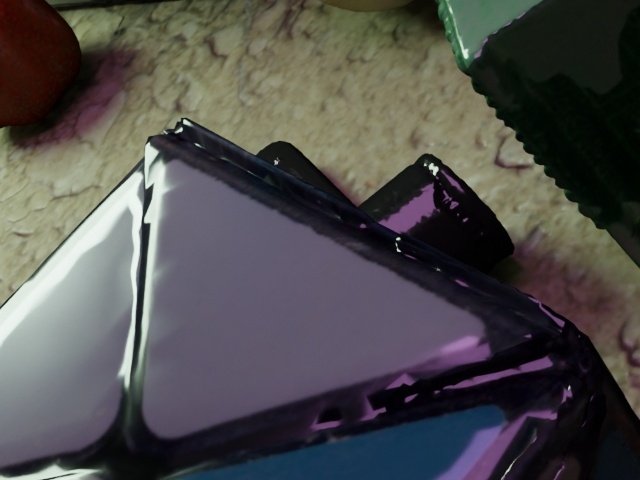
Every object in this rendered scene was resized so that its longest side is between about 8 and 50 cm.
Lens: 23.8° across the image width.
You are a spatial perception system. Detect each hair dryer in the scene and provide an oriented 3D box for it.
[{"bbox_3d":[0.000,0.000,1.055,0.197,0.089,0.251,-40,32,2],"label":"hair dryer"}]

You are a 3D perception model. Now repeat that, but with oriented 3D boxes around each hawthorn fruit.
[{"bbox_3d":[-0.293,-0.171,1.362,0.132,0.138,0.133,-16,48,19],"label":"hawthorn fruit"}]

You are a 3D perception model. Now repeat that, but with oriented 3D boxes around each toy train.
[{"bbox_3d":[0.202,-0.121,0.868,0.202,0.266,0.145,-32,41,20],"label":"toy train"}]

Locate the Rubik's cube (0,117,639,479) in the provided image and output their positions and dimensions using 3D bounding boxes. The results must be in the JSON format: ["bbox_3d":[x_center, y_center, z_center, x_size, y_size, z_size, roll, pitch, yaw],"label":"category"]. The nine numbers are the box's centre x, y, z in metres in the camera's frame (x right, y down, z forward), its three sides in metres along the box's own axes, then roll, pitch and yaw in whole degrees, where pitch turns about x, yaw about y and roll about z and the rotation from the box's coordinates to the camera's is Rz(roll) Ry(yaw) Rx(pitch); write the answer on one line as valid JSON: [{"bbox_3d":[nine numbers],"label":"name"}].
[{"bbox_3d":[-0.011,0.171,0.720,0.305,0.307,0.310,-46,43,-12],"label":"Rubik's cube"}]

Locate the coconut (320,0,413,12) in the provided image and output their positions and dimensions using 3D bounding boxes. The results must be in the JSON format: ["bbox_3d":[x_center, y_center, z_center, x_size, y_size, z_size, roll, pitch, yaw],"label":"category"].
[{"bbox_3d":[0.041,-0.300,1.155,0.241,0.241,0.241,-20,44,21],"label":"coconut"}]

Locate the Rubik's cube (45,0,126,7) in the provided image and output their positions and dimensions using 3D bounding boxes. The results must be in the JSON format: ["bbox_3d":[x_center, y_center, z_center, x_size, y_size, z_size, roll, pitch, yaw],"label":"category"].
[{"bbox_3d":[-0.200,-0.410,1.347,0.303,0.301,0.305,0,68,35],"label":"Rubik's cube"}]
